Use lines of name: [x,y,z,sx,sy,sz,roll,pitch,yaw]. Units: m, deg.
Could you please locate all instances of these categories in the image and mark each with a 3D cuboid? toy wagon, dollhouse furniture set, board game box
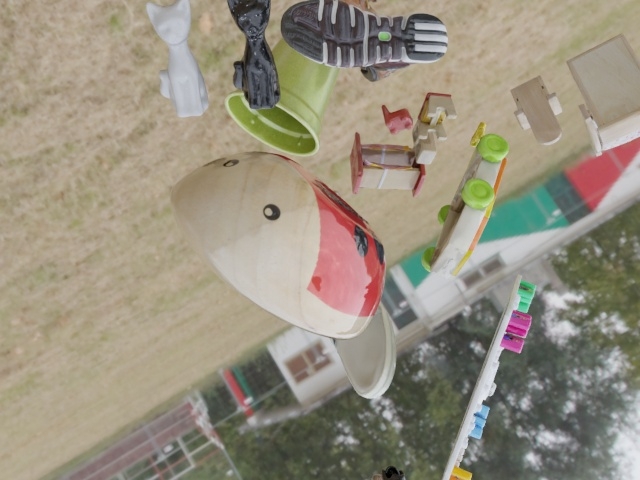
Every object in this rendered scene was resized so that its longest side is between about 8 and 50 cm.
toy wagon: [0.298,-0.094,1.346,0.267,0.068,0.344,108,7,-58]
dollhouse furniture set: [0.571,-0.194,1.297,0.303,0.173,0.355,-24,145,20]
board game box: [0.346,0.284,1.374,0.390,0.050,0.389,-18,127,-70]
dollhouse furniture set: [0.213,-0.284,1.877,0.202,0.152,0.374,3,147,-9]

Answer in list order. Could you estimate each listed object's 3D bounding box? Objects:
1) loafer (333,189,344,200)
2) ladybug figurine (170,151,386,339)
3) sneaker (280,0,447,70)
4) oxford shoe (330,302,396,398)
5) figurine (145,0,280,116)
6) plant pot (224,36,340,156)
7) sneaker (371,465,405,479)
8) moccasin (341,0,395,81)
loafer: [0.000,0.000,1.730,0.102,0.092,0.268,-96,-148,-75]
ladybug figurine: [-0.030,-0.002,0.989,0.162,0.305,0.449,-46,156,7]
sneaker: [0.061,-0.332,1.165,0.282,0.106,0.162,4,-178,-12]
oxford shoe: [0.051,0.150,1.503,0.130,0.449,0.169,19,127,-32]
figurine: [-0.180,-0.325,1.157,0.215,0.092,0.209,-7,140,-6]
plant pot: [-0.076,-0.407,1.816,0.253,0.276,0.276,-64,-179,-16]
sneaker: [0.168,0.581,1.645,0.063,0.074,0.170,10,172,-11]
moccasin: [0.093,-0.597,1.731,0.147,0.380,0.139,-38,-172,-11]
